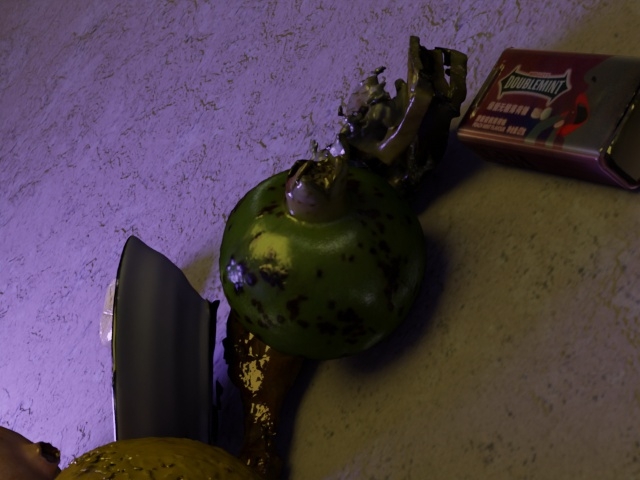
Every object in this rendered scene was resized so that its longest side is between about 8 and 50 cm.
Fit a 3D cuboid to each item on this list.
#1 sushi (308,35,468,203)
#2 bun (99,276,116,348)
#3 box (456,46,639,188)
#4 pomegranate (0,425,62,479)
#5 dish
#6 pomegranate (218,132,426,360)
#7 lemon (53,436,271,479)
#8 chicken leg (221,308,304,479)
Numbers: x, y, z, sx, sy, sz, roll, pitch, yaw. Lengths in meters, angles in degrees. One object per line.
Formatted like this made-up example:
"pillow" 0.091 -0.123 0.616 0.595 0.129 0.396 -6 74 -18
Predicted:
"sushi" 0.060 -0.107 1.459 0.291 0.131 0.139 122 161 -47
"bun" -0.247 0.095 1.780 0.115 0.069 0.115 -165 90 -72
"box" 0.234 -0.120 1.284 0.120 0.069 0.224 -59 30 -9
"pomegranate" -0.405 0.332 1.625 0.233 0.233 0.233 -37 34 30
"dish" -0.161 0.151 1.466 0.316 0.106 0.316 -179 90 -88
"pomegranate" 0.000 0.000 1.343 0.211 0.263 0.211 -3 44 3
"lemon" -0.156 0.306 1.225 0.310 0.258 0.257 -19 45 44
"chicken leg" -0.062 0.161 1.432 0.107 0.087 0.251 123 156 -50
